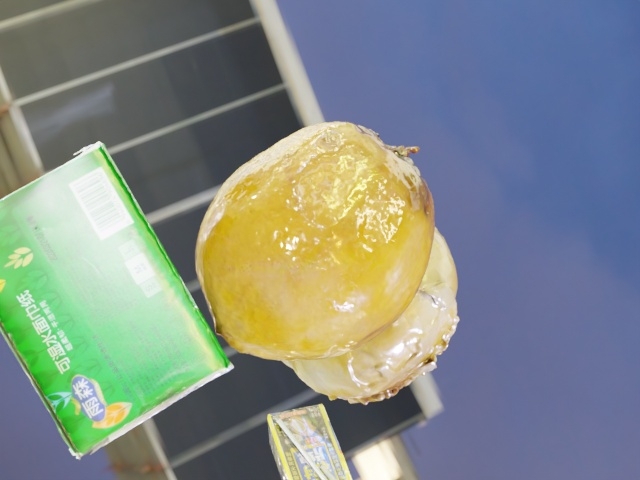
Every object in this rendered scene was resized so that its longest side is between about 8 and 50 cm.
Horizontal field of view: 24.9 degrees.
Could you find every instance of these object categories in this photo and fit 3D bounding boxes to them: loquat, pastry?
[{"bbox_3d":[0.000,0.000,1.216,0.176,0.234,0.187,40,-9,33],"label":"loquat"},{"bbox_3d":[0.069,0.095,2.022,0.316,0.284,0.184,18,-18,50],"label":"pastry"}]

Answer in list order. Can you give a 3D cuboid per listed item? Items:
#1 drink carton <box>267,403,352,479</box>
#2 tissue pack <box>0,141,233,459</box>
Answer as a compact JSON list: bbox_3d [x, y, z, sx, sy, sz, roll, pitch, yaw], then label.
[{"bbox_3d":[-0.008,0.262,1.651,0.165,0.071,0.056,-116,-163,-52],"label":"drink carton"},{"bbox_3d":[-0.192,0.049,1.188,0.209,0.148,0.156,59,-12,-3],"label":"tissue pack"}]
